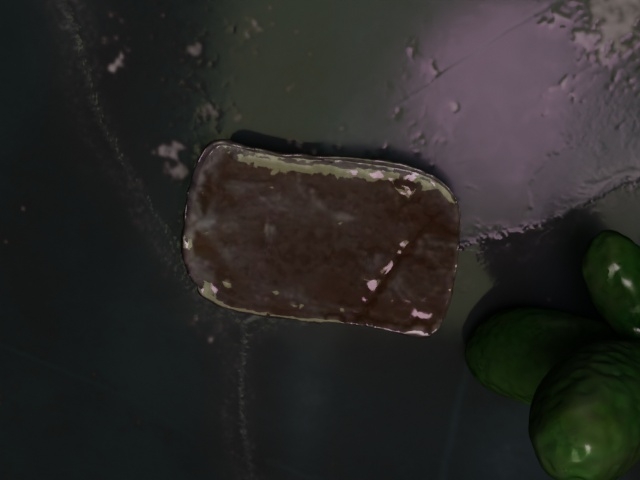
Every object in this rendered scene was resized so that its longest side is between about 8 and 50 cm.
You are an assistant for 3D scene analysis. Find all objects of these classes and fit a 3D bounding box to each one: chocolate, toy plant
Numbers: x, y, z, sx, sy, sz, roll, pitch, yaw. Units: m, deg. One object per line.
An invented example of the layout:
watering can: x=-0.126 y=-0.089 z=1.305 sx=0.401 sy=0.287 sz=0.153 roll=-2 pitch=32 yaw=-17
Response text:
chocolate: x=0.000 y=-0.002 z=0.810 sx=0.253 sy=0.080 sz=0.157 roll=8 pitch=88 yaw=3
toy plant: x=0.318 y=0.117 z=0.699 sx=0.356 sy=0.317 sz=0.211 roll=12 pitch=97 yaw=-4
